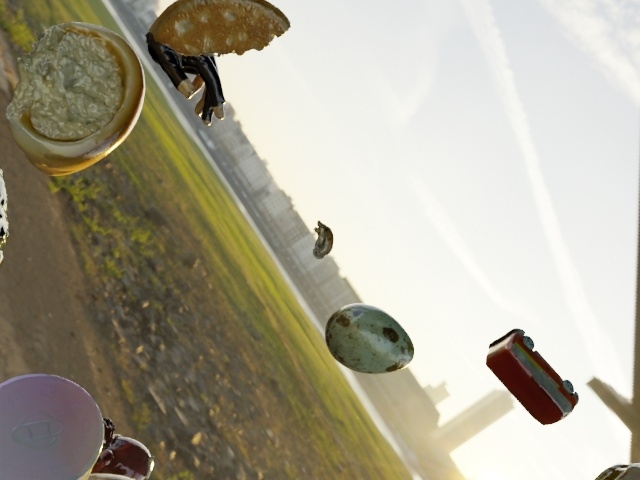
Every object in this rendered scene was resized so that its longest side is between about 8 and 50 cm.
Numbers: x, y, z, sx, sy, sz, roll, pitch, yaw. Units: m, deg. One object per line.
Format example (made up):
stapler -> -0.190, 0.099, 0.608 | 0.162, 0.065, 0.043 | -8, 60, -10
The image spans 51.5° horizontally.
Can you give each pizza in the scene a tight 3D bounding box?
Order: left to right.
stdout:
pizza -> -0.178, -0.388, 1.179 | 0.058, 0.246, 0.127 | -107, -176, -49

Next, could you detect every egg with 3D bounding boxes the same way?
egg -> 0.123, 0.249, 1.651 | 0.231, 0.169, 0.169 | 21, -8, 5

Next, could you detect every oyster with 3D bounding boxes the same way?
oyster -> 0.000, 0.000, 1.727 | 0.081, 0.083, 0.038 | 42, 2, -2

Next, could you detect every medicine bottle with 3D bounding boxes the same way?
medicine bottle -> -0.372, 0.289, 0.821 | 0.152, 0.152, 0.254 | 55, -48, 20

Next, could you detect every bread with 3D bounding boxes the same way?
bread -> -0.674, -0.382, 1.802 | 0.329, 0.424, 0.245 | 30, -24, -28

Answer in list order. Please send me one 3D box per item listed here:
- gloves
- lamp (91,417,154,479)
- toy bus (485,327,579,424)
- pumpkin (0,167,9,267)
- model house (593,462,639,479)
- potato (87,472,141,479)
gloves -> -0.343, -0.447, 1.754 | 0.301, 0.152, 0.197 | 66, 24, -4
lamp -> -0.542, 0.593, 1.745 | 0.223, 0.151, 0.215 | 35, 1, -14
toy bus -> 0.558, 0.371, 1.756 | 0.265, 0.121, 0.120 | 49, 37, 3
pumpkin -> -0.618, -0.024, 0.914 | 0.363, 0.363, 0.266 | 56, -9, 18
model house -> 0.667, 0.499, 1.240 | 0.239, 0.268, 0.173 | 97, -14, -69
potato -> -0.498, 0.570, 1.450 | 0.161, 0.235, 0.128 | 84, -10, -57
